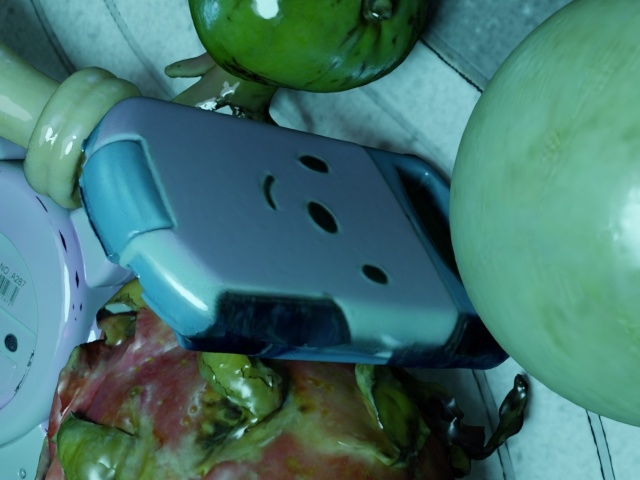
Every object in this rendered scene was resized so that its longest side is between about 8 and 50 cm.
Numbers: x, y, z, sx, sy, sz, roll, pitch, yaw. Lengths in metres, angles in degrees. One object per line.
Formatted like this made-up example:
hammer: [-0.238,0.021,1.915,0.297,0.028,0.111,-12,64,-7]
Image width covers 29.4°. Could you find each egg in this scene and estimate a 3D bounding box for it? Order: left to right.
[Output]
egg: [0.168,-0.017,0.601,0.218,0.295,0.218,1,86,-13]

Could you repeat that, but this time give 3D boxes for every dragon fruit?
dragon fruit: [-0.052,0.143,0.765,0.291,0.250,0.269,44,112,35]

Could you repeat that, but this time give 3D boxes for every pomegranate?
pomegranate: [-0.025,-0.135,0.764,0.191,0.152,0.131,-42,52,34]

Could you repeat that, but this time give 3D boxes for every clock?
clock: [-0.243,0.051,0.955,0.227,0.090,0.248,33,109,24]

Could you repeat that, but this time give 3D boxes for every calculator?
calculator: [0.000,0.000,0.690,0.051,0.293,0.173,-54,46,30]

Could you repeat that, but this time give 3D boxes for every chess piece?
chess piece: [-0.160,-0.070,0.842,0.397,0.117,0.117,28,110,8]
